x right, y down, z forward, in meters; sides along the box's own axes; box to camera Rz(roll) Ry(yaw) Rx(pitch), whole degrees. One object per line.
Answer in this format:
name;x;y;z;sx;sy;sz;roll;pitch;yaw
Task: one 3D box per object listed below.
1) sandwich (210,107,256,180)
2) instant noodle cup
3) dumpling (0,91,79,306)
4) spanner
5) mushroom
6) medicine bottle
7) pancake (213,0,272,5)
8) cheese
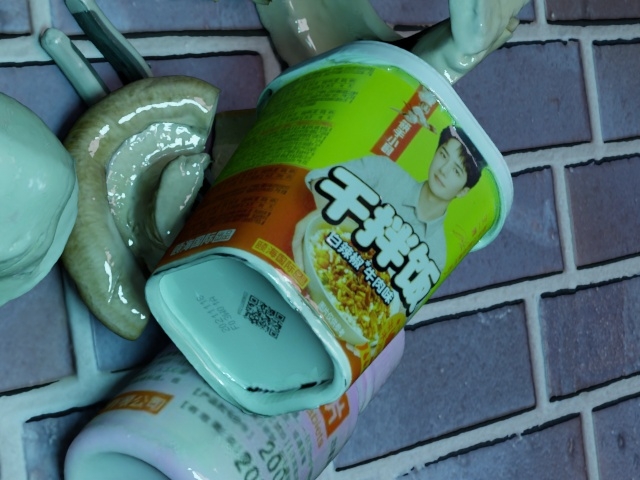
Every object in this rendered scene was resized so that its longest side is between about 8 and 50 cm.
sandwich;0.008;-0.086;2.272;0.220;0.186;0.108;18;75;-50
instant noodle cup;0.000;0.000;1.963;0.308;0.294;0.294;-53;126;-38
dumpling;-0.362;-0.054;1.810;0.321;0.270;0.212;27;40;-21
spanner;-0.192;-0.132;2.141;0.325;0.040;0.095;53;49;-32
mushroom;-0.208;-0.048;2.036;0.151;0.156;0.285;20;77;-14
medicine bottle;-0.081;0.182;2.101;0.388;0.219;0.219;-44;120;-44
pancake;-0.153;-0.378;2.202;0.257;0.056;0.212;5;82;-51
cheese;0.095;-0.310;2.285;0.153;0.332;0.292;-42;107;-45
